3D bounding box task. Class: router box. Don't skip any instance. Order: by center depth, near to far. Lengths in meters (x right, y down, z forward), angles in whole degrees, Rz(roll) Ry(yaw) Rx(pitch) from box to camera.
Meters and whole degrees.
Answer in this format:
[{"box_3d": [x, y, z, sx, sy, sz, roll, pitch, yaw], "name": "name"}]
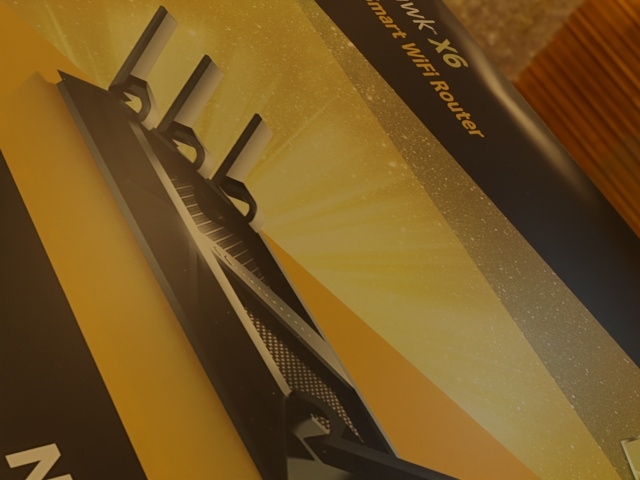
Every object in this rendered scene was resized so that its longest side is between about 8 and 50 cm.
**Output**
[{"box_3d": [-0.018, 0.025, 0.406, 0.243, 0.309, 0.081, -9, -38, -36], "name": "router box"}]
